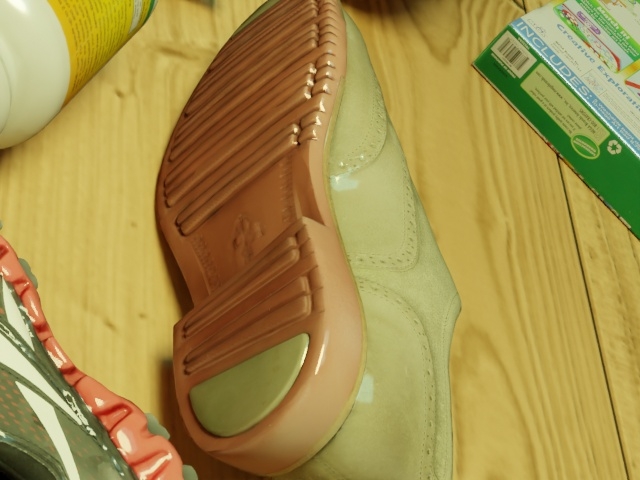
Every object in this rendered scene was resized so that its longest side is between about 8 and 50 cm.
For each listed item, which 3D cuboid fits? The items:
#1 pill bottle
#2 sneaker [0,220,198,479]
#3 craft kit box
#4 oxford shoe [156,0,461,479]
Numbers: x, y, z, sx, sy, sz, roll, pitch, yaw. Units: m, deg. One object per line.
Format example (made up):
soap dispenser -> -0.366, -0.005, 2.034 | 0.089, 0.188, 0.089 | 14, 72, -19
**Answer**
pill bottle -> -0.177, -0.122, 1.067 | 0.117, 0.117, 0.208 | 39, 36, -5
sneaker -> -0.177, 0.066, 0.884 | 0.276, 0.097, 0.135 | 49, 33, 7
craft kit box -> 0.268, -0.099, 1.532 | 0.250, 0.061, 0.247 | 48, 38, 7
oxford shoe -> 0.000, 0.000, 1.115 | 0.146, 0.140, 0.397 | 36, 35, -30
